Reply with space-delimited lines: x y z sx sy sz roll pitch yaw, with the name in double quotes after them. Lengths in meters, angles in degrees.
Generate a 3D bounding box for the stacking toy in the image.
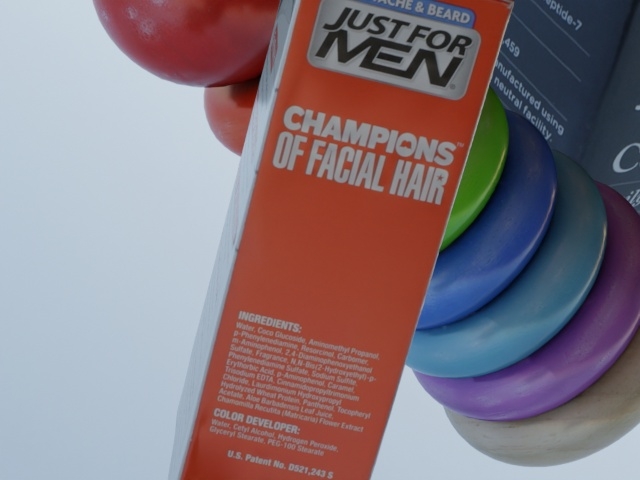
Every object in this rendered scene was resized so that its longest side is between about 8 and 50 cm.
0.026 -0.036 0.647 0.330 0.141 0.141 42 -160 -33 "stacking toy"

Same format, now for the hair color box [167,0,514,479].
0.000 0.000 0.407 0.053 0.167 0.093 12 -160 -6 "hair color box"

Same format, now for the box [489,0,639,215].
0.318 -0.277 0.953 0.480 0.471 0.297 -12 -135 -25 "box"
